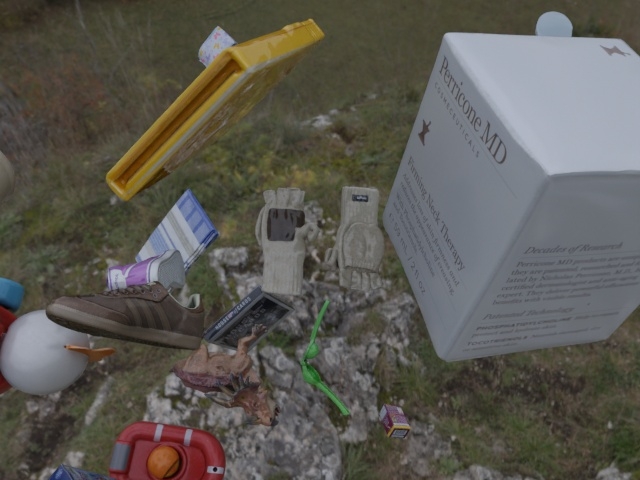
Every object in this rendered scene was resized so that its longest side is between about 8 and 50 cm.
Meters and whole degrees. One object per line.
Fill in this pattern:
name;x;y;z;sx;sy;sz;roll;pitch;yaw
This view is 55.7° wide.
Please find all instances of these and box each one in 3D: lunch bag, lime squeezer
lunch bag;-0.215;-0.401;1.297;0.083;0.053;0.071;-47;64;9
lime squeezer;-0.004;0.320;1.626;0.110;0.310;0.059;-10;-2;29

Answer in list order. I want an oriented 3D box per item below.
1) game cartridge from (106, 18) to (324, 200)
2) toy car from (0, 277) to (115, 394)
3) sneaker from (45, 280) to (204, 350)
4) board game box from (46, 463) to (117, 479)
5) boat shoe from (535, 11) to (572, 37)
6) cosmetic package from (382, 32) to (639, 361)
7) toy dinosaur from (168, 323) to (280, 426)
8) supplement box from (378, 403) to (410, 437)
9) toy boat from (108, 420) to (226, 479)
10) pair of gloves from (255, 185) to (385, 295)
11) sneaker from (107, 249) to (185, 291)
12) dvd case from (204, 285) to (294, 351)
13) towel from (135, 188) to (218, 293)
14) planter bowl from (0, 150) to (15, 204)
game cartridge;-0.144;-0.208;0.908;0.285;0.052;0.323;-36;12;29
toy car;-0.400;0.154;0.827;0.238;0.210;0.219;8;67;-5
sneaker;-0.212;0.076;0.681;0.066;0.188;0.071;-8;68;39
board game box;-0.428;0.473;1.041;0.060;0.194;0.194;41;90;27
boat shoe;0.431;-0.335;1.124;0.065;0.083;0.183;-1;60;7
cosmetic package;0.334;-0.065;0.950;0.328;0.393;0.329;-3;48;-16
toy dinosaur;-0.221;0.285;1.283;0.296;0.127;0.200;0;32;16
supplement box;0.201;0.492;1.652;0.055;0.043;0.083;12;30;-23
toy boat;-0.304;0.442;1.202;0.231;0.151;0.150;10;68;-6
pair of gloves;0.000;0.000;1.122;0.240;0.042;0.204;-2;77;-12
sneaker;-0.439;0.081;1.511;0.161;0.102;0.282;-8;-1;4
dvd case;-0.172;0.203;1.516;0.179;0.238;0.029;-42;68;1
towel;-0.417;0.018;1.742;0.285;0.034;0.209;-50;53;15
planter bowl;-0.673;-0.105;1.127;0.162;0.162;0.109;-6;34;7
